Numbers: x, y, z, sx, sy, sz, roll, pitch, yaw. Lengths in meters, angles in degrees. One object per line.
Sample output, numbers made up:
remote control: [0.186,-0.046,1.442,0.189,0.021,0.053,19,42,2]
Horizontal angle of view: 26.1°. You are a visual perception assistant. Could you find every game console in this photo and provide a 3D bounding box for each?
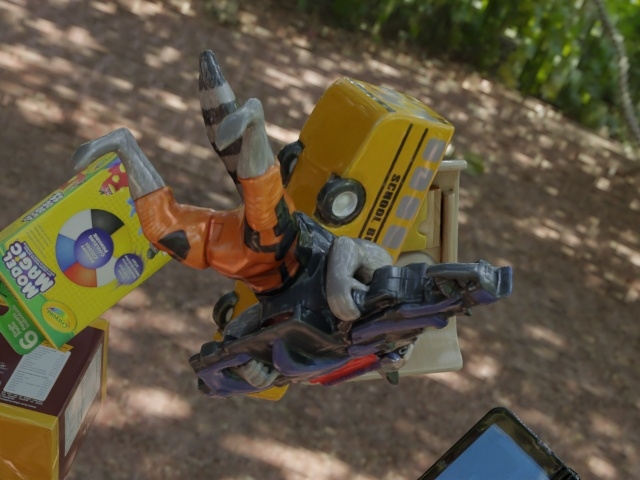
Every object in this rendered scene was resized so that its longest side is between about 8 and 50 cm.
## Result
game console: [0.143,0.234,1.127,0.085,0.144,0.124,36,16,-29]

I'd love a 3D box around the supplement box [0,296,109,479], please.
supplement box: [-0.369,0.177,1.613,0.191,0.129,0.194,13,37,6]

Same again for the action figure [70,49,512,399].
action figure: [0.000,0.000,1.165,0.330,0.341,0.178,49,41,-33]

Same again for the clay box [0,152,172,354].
clay box: [-0.251,0.013,1.433,0.127,0.222,0.053,57,-19,-23]

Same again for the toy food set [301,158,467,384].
toy food set: [0.074,0.040,1.740,0.219,0.306,0.092,-5,31,-6]

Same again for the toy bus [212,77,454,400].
toy bus: [0.006,0.003,1.430,0.130,0.333,0.108,11,20,-36]
